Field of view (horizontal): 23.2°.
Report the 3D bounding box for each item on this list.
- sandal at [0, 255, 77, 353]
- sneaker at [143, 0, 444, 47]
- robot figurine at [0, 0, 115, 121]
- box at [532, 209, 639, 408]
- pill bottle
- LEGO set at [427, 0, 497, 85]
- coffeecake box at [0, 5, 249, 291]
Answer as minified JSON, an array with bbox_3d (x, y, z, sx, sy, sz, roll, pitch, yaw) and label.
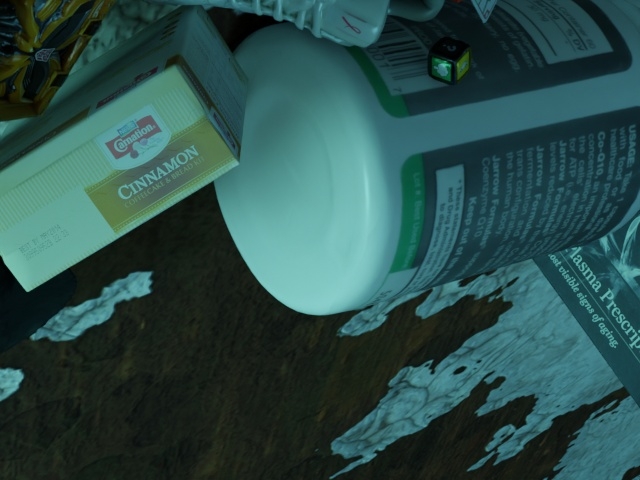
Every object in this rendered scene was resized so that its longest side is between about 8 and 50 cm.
[{"bbox_3d":[-0.249,0.037,0.952,0.167,0.107,0.446,-37,165,7],"label":"sandal"},{"bbox_3d":[-0.010,-0.166,0.945,0.232,0.115,0.090,-14,149,-34],"label":"sneaker"},{"bbox_3d":[-0.228,-0.125,0.808,0.291,0.085,0.211,-3,142,-46],"label":"robot figurine"},{"bbox_3d":[0.386,-0.010,1.404,0.179,0.343,0.312,5,135,-51],"label":"box"},{"bbox_3d":[0.119,-0.080,1.141,0.361,0.204,0.204,-13,148,-33],"label":"pill bottle"},{"bbox_3d":[0.126,-0.218,0.964,0.244,0.060,0.182,-62,154,-8],"label":"LEGO set"},{"bbox_3d":[-0.120,-0.063,0.920,0.142,0.068,0.185,-30,-163,10],"label":"coffeecake box"}]
